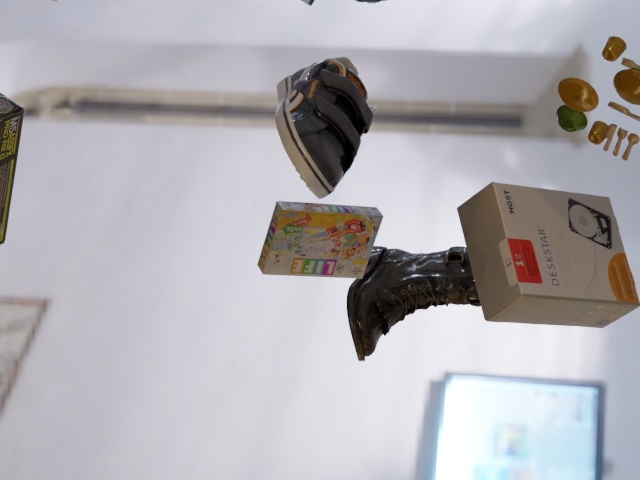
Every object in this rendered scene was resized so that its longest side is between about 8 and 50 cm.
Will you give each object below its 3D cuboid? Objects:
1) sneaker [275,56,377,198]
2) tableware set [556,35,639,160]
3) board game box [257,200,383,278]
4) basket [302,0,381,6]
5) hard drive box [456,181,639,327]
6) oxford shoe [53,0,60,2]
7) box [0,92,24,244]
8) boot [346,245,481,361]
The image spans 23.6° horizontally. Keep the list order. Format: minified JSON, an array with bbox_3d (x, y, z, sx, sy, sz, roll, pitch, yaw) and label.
[{"bbox_3d":[0.010,-0.186,2.282,0.126,0.127,0.321,53,-165,-29],"label":"sneaker"},{"bbox_3d":[0.307,-0.157,1.647,0.024,0.104,0.154,-54,-16,-32],"label":"tableware set"},{"bbox_3d":[0.000,0.000,2.089,0.026,0.154,0.103,56,136,50],"label":"board game box"},{"bbox_3d":[0.056,-0.439,2.001,0.255,0.201,0.289,-61,1,-5],"label":"basket"},{"bbox_3d":[0.326,0.024,2.196,0.089,0.232,0.181,-39,56,47],"label":"hard drive box"},{"bbox_3d":[-0.284,-0.545,2.507,0.449,0.130,0.169,-52,6,-23],"label":"oxford shoe"},{"bbox_3d":[-0.576,-0.077,2.411,0.216,0.060,0.270,-33,-33,-47],"label":"box"},{"bbox_3d":[0.168,0.083,2.374,0.263,0.229,0.091,-72,-25,-46],"label":"boot"}]
